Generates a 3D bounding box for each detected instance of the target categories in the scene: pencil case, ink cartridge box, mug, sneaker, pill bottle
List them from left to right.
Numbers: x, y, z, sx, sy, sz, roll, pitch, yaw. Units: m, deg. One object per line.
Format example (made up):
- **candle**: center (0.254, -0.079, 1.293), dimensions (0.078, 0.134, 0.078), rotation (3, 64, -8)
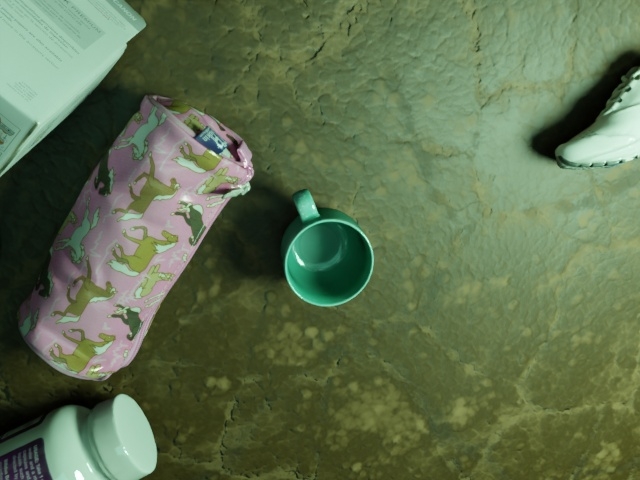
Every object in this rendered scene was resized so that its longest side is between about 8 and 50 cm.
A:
- **ink cartridge box**: center (-0.397, -0.270, 0.705), dimensions (0.130, 0.272, 0.309), rotation (-32, 114, 35)
- **pill bottle**: center (-0.405, 0.348, 0.917), dimensions (0.301, 0.169, 0.169), rotation (-25, 111, 0)
- **pencil case**: center (-0.249, 0.000, 0.835), dimensions (0.160, 0.167, 0.386), rotation (22, 107, -52)
- **mug**: center (0.008, 0.005, 0.908), dimensions (0.129, 0.097, 0.158), rotation (9, 106, -12)
- **sneaker**: center (0.476, -0.197, 0.930), dimensions (0.297, 0.111, 0.129), rotation (-27, 95, -4)
